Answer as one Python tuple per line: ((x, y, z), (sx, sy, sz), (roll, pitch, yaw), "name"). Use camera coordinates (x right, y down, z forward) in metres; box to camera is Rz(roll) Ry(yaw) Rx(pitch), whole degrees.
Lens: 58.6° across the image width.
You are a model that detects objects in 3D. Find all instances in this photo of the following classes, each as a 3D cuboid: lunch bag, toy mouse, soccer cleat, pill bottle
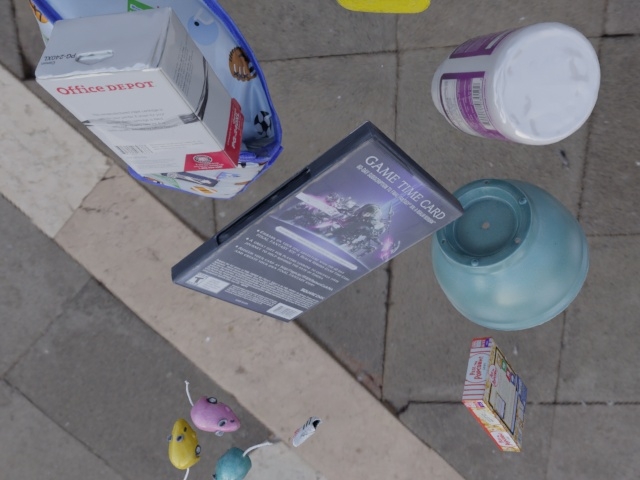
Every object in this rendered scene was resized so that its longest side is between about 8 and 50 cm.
((-0.243, -0.230, 0.906), (0.385, 0.328, 0.239), (45, 73, -10), "lunch bag")
((-0.129, 0.251, 0.700), (0.143, 0.031, 0.161), (0, 103, 21), "toy mouse")
((-0.030, 0.419, 1.255), (0.035, 0.083, 0.029), (-17, 106, 49), "soccer cleat")
((0.290, -0.249, 0.923), (0.169, 0.301, 0.169), (-2, 105, -9), "pill bottle")

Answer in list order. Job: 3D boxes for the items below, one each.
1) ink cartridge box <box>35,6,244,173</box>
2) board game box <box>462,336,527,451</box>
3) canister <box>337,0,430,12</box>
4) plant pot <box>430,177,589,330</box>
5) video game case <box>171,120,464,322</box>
((-0.145, -0.121, 0.491), (0.109, 0.150, 0.063), (0, 67, 15), "ink cartridge box")
((0.357, 0.311, 1.154), (0.045, 0.147, 0.193), (-14, 127, 37), "board game box")
((0.088, -0.372, 0.698), (0.126, 0.073, 0.170), (8, 78, 14), "canister")
((0.330, 0.001, 1.072), (0.293, 0.293, 0.196), (-36, 142, 15), "plant pot")
((0.000, 0.000, 0.634), (0.274, 0.026, 0.196), (-35, 142, 23), "video game case")
